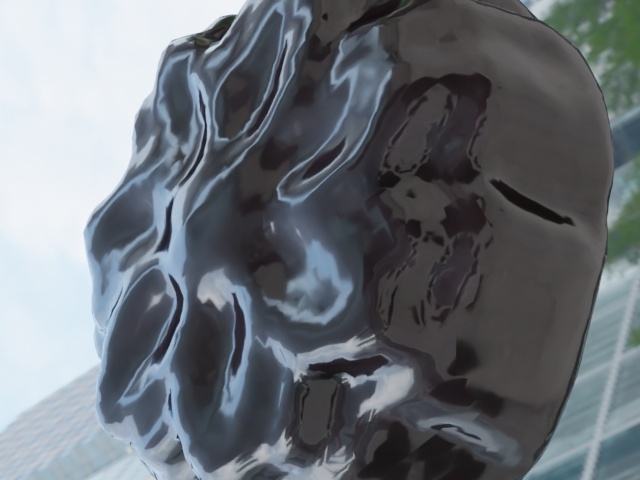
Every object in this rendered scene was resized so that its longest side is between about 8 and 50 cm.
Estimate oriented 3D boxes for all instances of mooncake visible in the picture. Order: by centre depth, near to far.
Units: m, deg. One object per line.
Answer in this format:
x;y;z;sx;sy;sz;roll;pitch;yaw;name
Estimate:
0.000;0.000;0.662;0.141;0.283;0.283;14;-130;-37;mooncake
